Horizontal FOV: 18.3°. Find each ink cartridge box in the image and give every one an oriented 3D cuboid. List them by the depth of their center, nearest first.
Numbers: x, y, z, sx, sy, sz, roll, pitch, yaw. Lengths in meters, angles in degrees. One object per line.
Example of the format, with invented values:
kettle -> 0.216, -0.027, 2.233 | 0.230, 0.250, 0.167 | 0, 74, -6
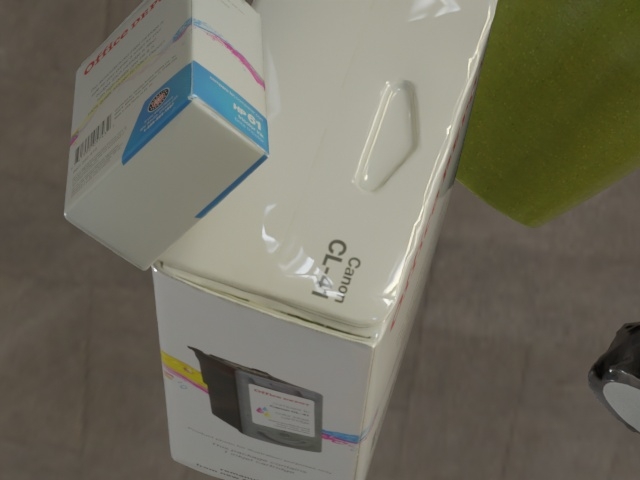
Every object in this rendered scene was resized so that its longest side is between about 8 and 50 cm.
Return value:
ink cartridge box -> -0.071, -0.060, 0.923 | 0.052, 0.122, 0.088 | 35, 118, -28
ink cartridge box -> 0.000, 0.000, 1.146 | 0.131, 0.226, 0.306 | 17, 156, 6

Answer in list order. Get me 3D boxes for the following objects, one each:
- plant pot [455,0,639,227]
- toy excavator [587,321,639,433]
plant pot -> 0.201, -0.162, 1.461 | 0.274, 0.275, 0.293 | 34, 105, -17
toy excavator -> 0.409, 0.127, 1.261 | 0.445, 0.222, 0.433 | 35, 163, 5
